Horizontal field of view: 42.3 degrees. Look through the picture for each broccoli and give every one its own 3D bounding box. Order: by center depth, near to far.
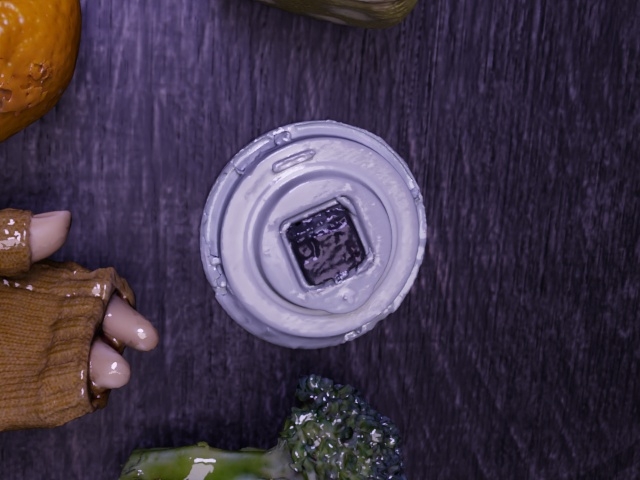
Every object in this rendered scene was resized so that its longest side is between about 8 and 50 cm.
[{"bbox_3d":[-0.046,0.239,0.833,0.275,0.177,0.198,-14,144,18],"label":"broccoli"}]

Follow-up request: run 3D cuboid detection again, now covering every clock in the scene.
[{"bbox_3d":[0.000,0.000,0.815,0.236,0.053,0.236,-3,101,-14],"label":"clock"}]

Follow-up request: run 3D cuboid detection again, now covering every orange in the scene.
[{"bbox_3d":[-0.294,-0.171,0.627,0.219,0.193,0.219,16,53,-23],"label":"orange"}]

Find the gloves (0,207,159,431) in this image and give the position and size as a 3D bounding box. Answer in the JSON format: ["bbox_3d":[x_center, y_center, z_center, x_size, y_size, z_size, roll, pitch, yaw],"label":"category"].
[{"bbox_3d":[-0.315,0.066,0.695,0.356,0.155,0.203,6,93,1],"label":"gloves"}]

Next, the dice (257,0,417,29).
[{"bbox_3d":[0.007,-0.280,0.695,0.166,0.169,0.169,12,98,-16],"label":"dice"}]
